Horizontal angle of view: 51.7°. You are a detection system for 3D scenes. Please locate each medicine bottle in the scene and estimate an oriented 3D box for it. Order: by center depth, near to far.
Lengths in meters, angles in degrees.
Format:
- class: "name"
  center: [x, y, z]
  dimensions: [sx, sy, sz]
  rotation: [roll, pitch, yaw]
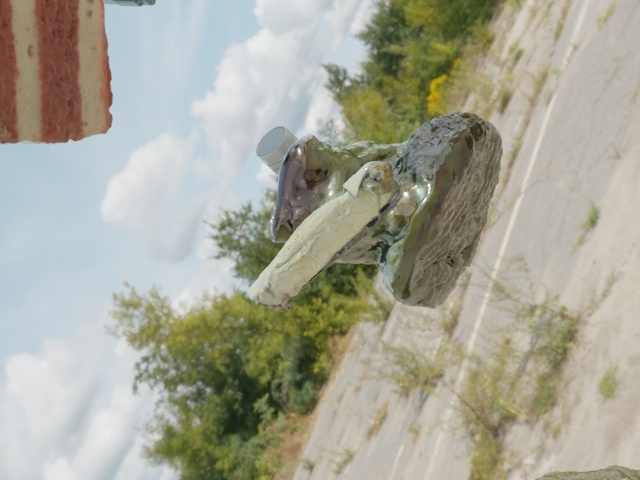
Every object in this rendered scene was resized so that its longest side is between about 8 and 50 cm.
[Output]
- class: "medicine bottle"
  center: [-0.041, -0.113, 0.938]
  dimensions: [0.058, 0.091, 0.058]
  rotation: [-28, 39, 26]

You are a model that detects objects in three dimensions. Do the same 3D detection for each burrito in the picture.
- class: "burrito"
  center: [0.000, 0.000, 0.540]
  dimensions: [0.185, 0.045, 0.041]
  rotation: [-43, 27, 34]

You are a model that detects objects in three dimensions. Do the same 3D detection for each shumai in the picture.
- class: "shumai"
  center: [0.079, -0.053, 0.755]
  dimensions: [0.271, 0.203, 0.222]
  rotation: [-1, -70, -59]

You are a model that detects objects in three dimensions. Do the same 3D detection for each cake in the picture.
- class: "cake"
  center: [-0.546, -0.296, 1.119]
  dimensions: [0.319, 0.269, 0.270]
  rotation: [-19, -68, -63]

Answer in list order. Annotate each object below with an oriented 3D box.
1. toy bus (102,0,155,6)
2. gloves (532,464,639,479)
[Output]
- class: "toy bus"
  center: [-0.395, -0.507, 1.291]
  dimensions: [0.079, 0.160, 0.092]
  rotation: [12, -94, -73]
- class: "gloves"
  center: [0.312, 0.375, 0.820]
  dimensions: [0.356, 0.203, 0.155]
  rotation: [-22, 22, 27]
